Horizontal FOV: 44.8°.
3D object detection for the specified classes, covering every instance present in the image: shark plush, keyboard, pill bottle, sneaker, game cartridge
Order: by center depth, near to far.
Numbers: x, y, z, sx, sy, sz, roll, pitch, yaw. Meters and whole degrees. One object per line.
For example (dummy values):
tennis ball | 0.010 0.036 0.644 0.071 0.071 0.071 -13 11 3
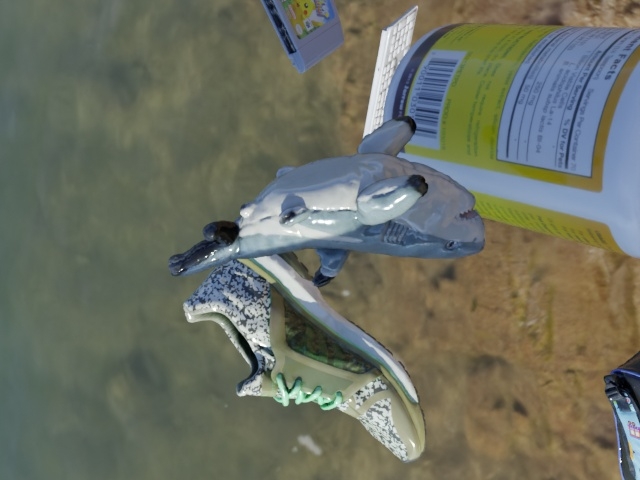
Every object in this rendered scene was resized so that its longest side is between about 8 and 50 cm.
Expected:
shark plush | 0.000 0.000 0.393 0.073 0.161 0.067 -110 -1 -57
pill bottle | 0.145 -0.058 0.429 0.215 0.117 0.117 20 108 47
game cartridge | -0.014 -0.170 0.560 0.017 0.056 0.083 -4 121 45
keyboard | 0.077 -0.155 0.939 0.014 0.072 0.256 30 137 22
sneaker | -0.032 0.179 1.086 0.410 0.182 0.158 45 153 6

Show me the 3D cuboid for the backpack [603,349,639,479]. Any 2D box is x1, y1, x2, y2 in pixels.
backpack | 0.351 0.186 0.701 0.158 0.117 0.173 18 129 49
